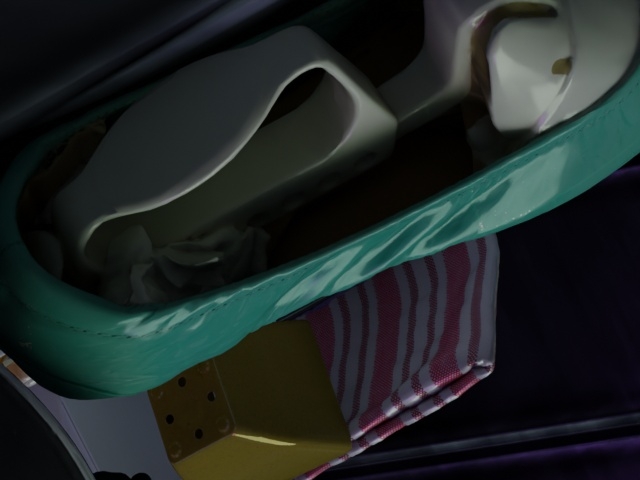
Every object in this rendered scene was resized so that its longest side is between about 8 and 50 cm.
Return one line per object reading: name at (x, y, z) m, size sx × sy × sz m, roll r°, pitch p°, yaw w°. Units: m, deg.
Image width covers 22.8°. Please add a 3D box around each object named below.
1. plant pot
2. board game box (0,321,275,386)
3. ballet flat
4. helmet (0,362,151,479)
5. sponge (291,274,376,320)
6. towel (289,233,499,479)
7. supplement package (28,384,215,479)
plant pot at (-0.048, 0.093, 0.868) m, size 0.081 × 0.081 × 0.083 m, roll -30°, pitch 158°, yaw 27°
board game box at (0.000, 0.000, 0.921) m, size 0.390 × 0.050 × 0.390 m, roll -30°, pitch 175°, yaw 19°
ballet flat at (0.019, -0.036, 0.430) m, size 0.247 × 0.083 × 0.087 m, roll -30°, pitch 162°, yaw -9°
helmet at (-0.124, 0.087, 0.378) m, size 0.169 × 0.169 × 0.161 m, roll -29°, pitch -178°, yaw 3°
sponge at (0.018, 0.074, 1.016) m, size 0.210 × 0.031 × 0.117 m, roll -32°, pitch -155°, yaw 26°
towel at (0.022, 0.070, 0.937) m, size 0.197 × 0.029 × 0.144 m, roll -33°, pitch -153°, yaw 24°
supplement package at (-0.201, 0.209, 1.120) m, size 0.263 × 0.198 × 0.199 m, roll -30°, pitch 175°, yaw 21°
